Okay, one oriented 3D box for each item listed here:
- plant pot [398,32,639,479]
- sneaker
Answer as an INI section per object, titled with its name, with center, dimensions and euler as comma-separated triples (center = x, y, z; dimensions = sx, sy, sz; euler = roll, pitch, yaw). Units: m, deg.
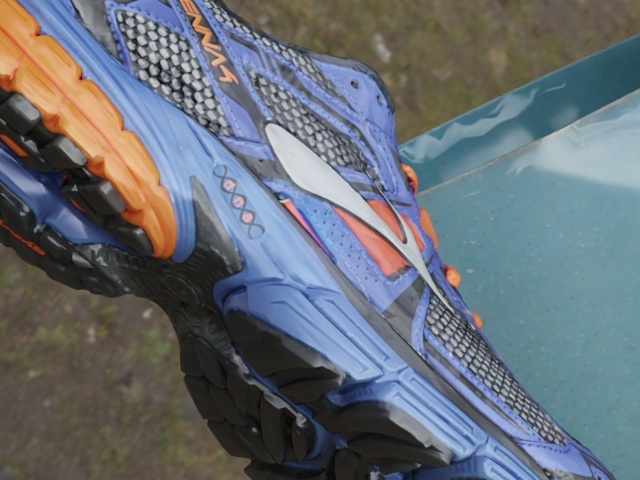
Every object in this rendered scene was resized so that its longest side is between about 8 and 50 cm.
[plant pot]
center = 0.128, 0.028, 0.701
dimensions = 0.290, 0.290, 0.195
euler = -32, 99, -45
[sneaker]
center = 0.000, 0.000, 0.364
dimensions = 0.221, 0.083, 0.087
euler = 46, 60, -13
